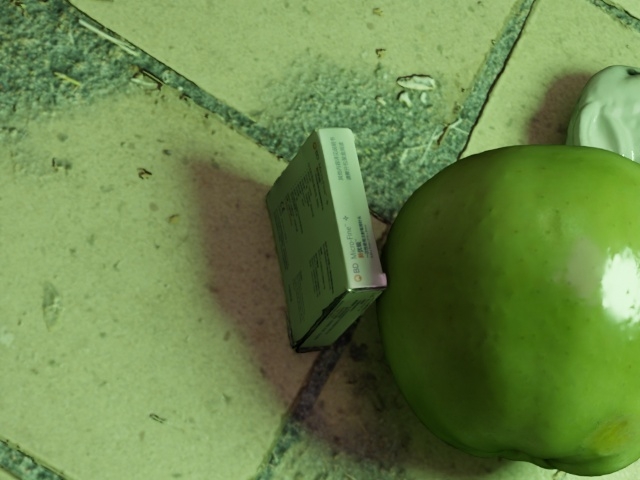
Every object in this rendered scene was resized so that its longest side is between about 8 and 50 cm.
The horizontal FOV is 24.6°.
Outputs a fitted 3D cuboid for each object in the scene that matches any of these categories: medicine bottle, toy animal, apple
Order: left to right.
[{"bbox_3d":[0.000,0.000,1.604,0.052,0.171,0.201,0,63,-24],"label":"medicine bottle"},{"bbox_3d":[0.229,0.072,1.557,0.357,0.357,0.357,9,60,-16],"label":"apple"},{"bbox_3d":[0.427,-0.068,1.816,0.258,0.194,0.357,-35,61,-8],"label":"toy animal"}]
